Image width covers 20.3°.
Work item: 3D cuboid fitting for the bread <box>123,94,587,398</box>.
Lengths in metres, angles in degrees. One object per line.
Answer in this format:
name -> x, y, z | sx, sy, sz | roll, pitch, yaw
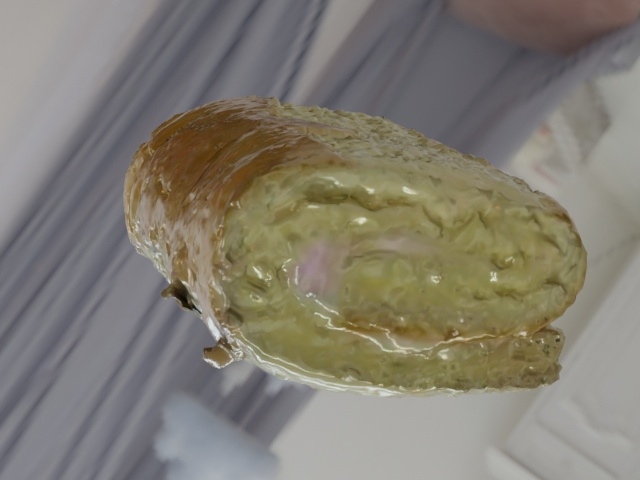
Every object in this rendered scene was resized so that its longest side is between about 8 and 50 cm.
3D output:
bread -> 0.000, 0.000, 1.191 | 0.236, 0.165, 0.375 | 5, -171, -16
